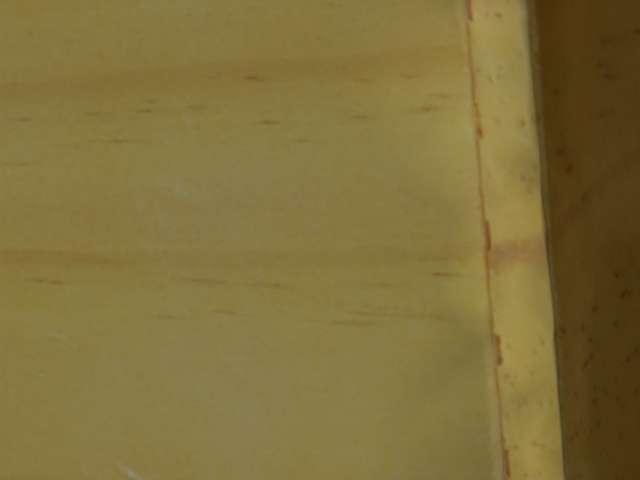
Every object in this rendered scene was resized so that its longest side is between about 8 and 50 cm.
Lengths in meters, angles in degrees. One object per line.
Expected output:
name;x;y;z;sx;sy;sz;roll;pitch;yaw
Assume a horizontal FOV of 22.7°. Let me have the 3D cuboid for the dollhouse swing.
dollhouse swing;0.000;0.000;0.651;0.305;0.347;0.315;-5;-179;36
